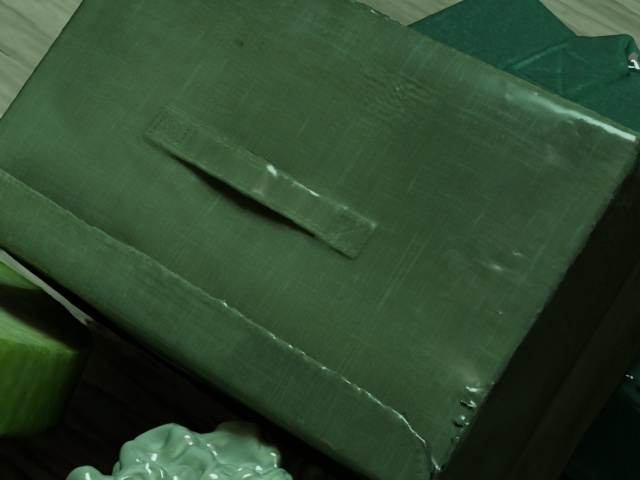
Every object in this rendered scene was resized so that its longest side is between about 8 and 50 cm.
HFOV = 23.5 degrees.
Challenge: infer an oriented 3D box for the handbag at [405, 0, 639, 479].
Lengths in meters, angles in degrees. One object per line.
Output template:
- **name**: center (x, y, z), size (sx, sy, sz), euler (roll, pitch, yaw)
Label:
- **handbag**: center (0.144, -0.001, 0.766), size (0.326, 0.089, 0.238), euler (38, 46, 28)

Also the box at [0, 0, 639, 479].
- **box**: center (0.000, 0.000, 0.608), size (0.231, 0.155, 0.149), euler (29, 79, 26)

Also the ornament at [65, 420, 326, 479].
- **ornament**: center (-0.115, 0.139, 0.504), size (0.285, 0.120, 0.130), euler (-8, 44, -22)

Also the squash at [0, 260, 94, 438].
- **squash**: center (-0.204, 0.001, 0.581), size (0.252, 0.049, 0.252), euler (26, 1, 0)
